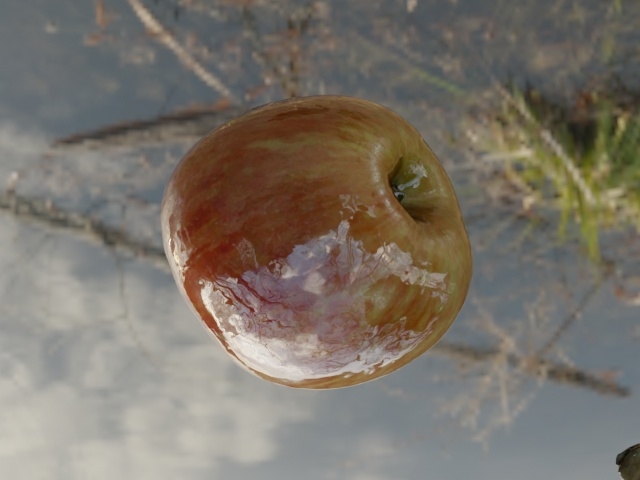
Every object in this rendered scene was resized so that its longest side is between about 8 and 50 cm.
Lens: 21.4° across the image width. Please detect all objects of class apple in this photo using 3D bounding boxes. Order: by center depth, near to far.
[{"bbox_3d":[0.000,0.000,0.814,0.131,0.146,0.146,-25,142,23],"label":"apple"}]

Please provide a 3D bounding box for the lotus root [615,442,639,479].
[{"bbox_3d":[0.215,0.188,0.728,0.152,0.160,0.275,11,139,40],"label":"lotus root"}]
